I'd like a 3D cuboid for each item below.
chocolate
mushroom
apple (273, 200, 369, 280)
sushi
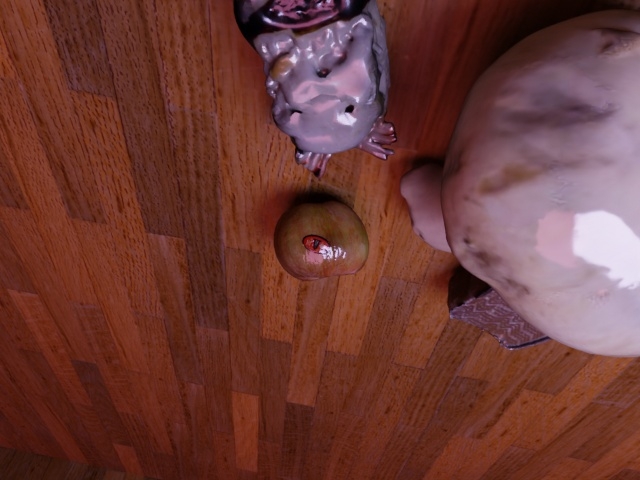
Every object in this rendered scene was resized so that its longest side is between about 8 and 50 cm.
[{"bbox_3d":[0.286,0.057,0.744,0.148,0.093,0.214,30,137,-20],"label":"chocolate"},{"bbox_3d":[0.229,-0.047,0.546,0.314,0.314,0.336,36,166,-24],"label":"mushroom"},{"bbox_3d":[0.001,0.000,0.736,0.126,0.101,0.126,-7,174,-1],"label":"apple"},{"bbox_3d":[-0.015,-0.210,0.493,0.124,0.129,0.332,-7,134,21],"label":"sushi"}]
